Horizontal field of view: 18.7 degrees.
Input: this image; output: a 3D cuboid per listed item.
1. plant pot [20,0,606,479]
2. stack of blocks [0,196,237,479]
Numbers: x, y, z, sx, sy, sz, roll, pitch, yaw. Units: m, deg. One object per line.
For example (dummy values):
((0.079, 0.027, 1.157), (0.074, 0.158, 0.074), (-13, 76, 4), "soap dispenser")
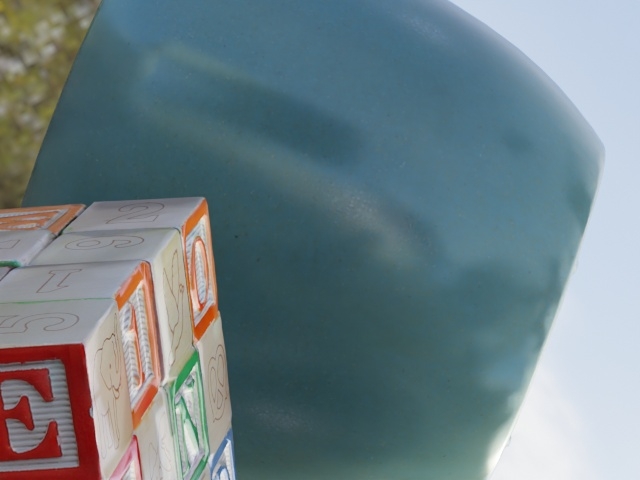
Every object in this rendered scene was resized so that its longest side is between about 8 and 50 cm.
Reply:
((0.000, 0.000, 0.948), (0.235, 0.293, 0.293), (20, -17, 4), "plant pot")
((-0.095, 0.105, 0.569), (0.297, 0.087, 0.171), (-62, 148, -72), "stack of blocks")
